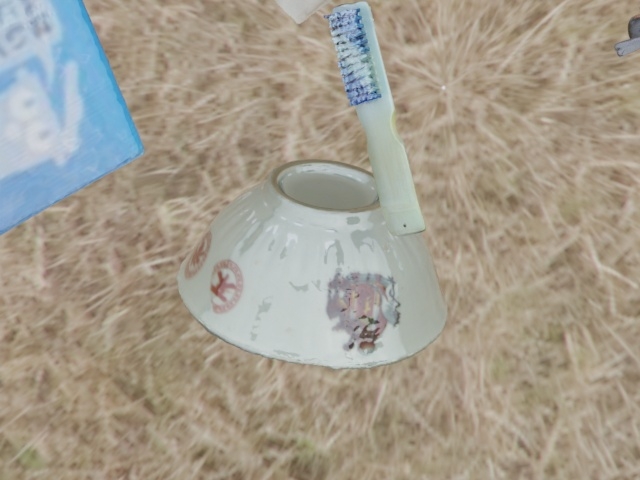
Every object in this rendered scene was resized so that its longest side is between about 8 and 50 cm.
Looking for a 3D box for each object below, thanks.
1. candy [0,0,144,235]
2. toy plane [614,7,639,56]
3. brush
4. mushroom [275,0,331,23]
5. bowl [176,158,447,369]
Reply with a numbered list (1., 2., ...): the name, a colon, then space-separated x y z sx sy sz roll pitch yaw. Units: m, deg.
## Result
1. candy: -0.216 -0.102 0.735 0.100 0.306 0.157 -32 114 -26
2. toy plane: 0.324 -0.189 1.300 0.145 0.060 0.037 -10 104 11
3. brush: 0.040 -0.089 1.111 0.033 0.030 0.178 -13 93 25
4. mushroom: -0.007 -0.341 1.724 0.097 0.212 0.088 -21 59 -29
5. bowl: 0.000 0.000 1.822 0.337 0.337 0.157 10 117 4
